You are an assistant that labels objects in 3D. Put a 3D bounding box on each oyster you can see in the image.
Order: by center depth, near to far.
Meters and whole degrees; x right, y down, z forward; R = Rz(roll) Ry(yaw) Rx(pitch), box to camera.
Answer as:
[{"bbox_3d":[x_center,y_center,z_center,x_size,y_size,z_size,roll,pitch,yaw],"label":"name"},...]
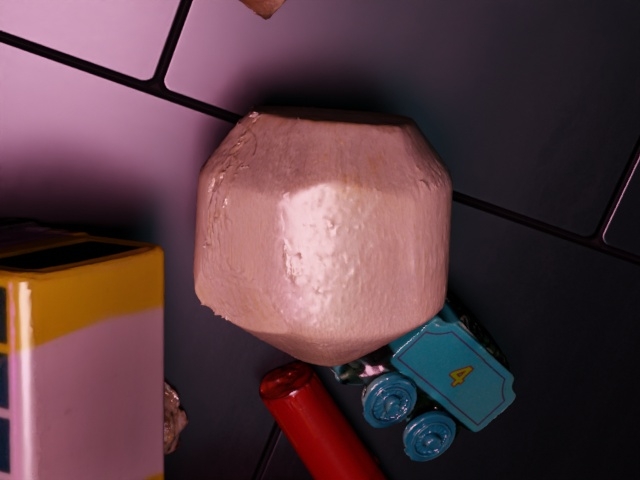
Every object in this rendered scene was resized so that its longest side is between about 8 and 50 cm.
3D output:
[{"bbox_3d":[-0.215,0.216,1.357,0.166,0.053,0.108,-37,121,-3],"label":"oyster"}]

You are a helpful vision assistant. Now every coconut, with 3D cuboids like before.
[{"bbox_3d":[0.000,0.000,1.218,0.245,0.245,0.247,2,102,-10],"label":"coconut"}]

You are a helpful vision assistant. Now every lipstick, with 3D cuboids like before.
[{"bbox_3d":[0.029,0.253,1.397,0.073,0.073,0.279,-31,112,2],"label":"lipstick"}]

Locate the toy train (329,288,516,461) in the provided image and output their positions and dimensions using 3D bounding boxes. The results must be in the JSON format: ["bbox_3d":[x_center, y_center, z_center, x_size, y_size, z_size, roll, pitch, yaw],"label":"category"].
[{"bbox_3d":[0.107,0.134,1.337,0.154,0.107,0.198,-42,126,5],"label":"toy train"}]

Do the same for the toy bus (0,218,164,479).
[{"bbox_3d":[-0.272,0.216,1.187,0.249,0.209,0.440,7,100,30],"label":"toy bus"}]

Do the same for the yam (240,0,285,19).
[{"bbox_3d":[-0.166,-0.327,1.165,0.357,0.081,0.081,33,101,-17],"label":"yam"}]
